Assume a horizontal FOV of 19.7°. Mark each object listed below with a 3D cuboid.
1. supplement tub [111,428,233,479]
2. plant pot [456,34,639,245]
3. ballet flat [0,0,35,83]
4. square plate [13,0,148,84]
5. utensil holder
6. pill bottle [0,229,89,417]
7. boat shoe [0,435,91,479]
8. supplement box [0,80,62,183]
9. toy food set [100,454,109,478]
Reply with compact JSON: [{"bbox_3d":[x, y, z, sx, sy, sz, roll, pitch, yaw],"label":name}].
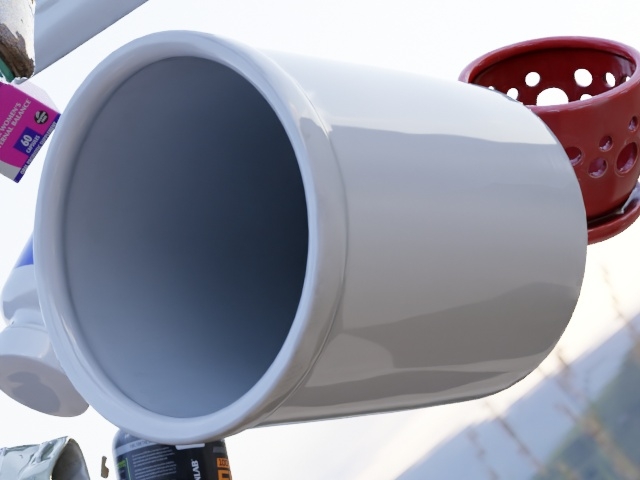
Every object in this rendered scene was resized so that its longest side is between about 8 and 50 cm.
[{"bbox_3d":[-0.145,0.249,1.848,0.117,0.190,0.117,-11,-14,-3],"label":"supplement tub"},{"bbox_3d":[0.239,-0.093,1.842,0.191,0.191,0.174,-31,-58,-38],"label":"plant pot"},{"bbox_3d":[-0.271,-0.211,1.298,0.106,0.316,0.107,-47,-42,-11],"label":"ballet flat"},{"bbox_3d":[-0.220,-0.378,1.916,0.049,0.347,0.344,23,-37,-38],"label":"square plate"},{"bbox_3d":[0.000,0.000,1.589,0.385,0.327,0.327,1,-40,-50],"label":"utensil holder"},{"bbox_3d":[-0.235,0.039,1.877,0.272,0.152,0.152,-68,6,-33],"label":"pill bottle"},{"bbox_3d":[-0.211,0.218,1.347,0.094,0.109,0.302,-27,23,-2],"label":"boat shoe"},{"bbox_3d":[-0.458,-0.184,2.361,0.111,0.220,0.114,-55,29,7],"label":"supplement box"},{"bbox_3d":[-0.223,0.307,2.354,0.078,0.122,0.019,103,-167,-54],"label":"toy food set"}]
